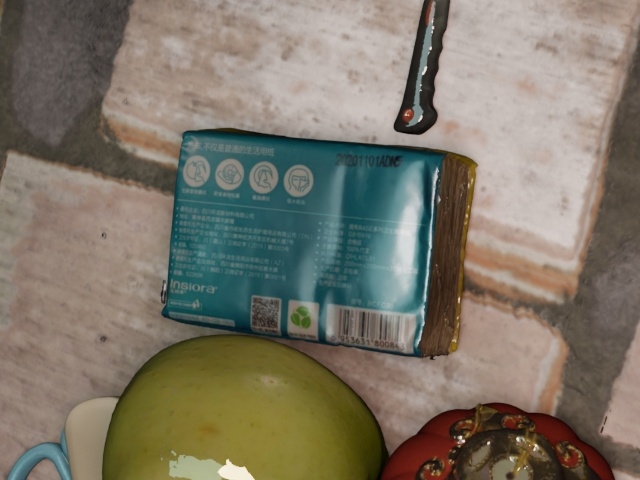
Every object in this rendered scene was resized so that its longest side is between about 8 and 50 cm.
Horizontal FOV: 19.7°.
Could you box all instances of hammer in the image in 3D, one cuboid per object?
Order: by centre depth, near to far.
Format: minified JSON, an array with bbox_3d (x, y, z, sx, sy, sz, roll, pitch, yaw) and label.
[{"bbox_3d":[0.112,-0.240,1.716,0.111,0.033,0.288,11,93,23],"label":"hammer"}]

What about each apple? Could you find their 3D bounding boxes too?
[{"bbox_3d":[-0.074,0.216,1.661,0.279,0.279,0.279,-1,88,24],"label":"apple"}]

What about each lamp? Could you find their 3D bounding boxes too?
[{"bbox_3d":[0.153,0.252,1.594,0.227,0.227,0.227,-1,88,24],"label":"lamp"}]

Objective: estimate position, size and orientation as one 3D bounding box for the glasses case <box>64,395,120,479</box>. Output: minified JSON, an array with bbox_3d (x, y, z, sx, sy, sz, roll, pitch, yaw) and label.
[{"bbox_3d":[-0.196,0.250,1.796,0.083,0.050,0.196,-12,82,18],"label":"glasses case"}]

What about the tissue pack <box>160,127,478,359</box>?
[{"bbox_3d":[0.000,0.000,1.702,0.271,0.134,0.192,8,91,24],"label":"tissue pack"}]

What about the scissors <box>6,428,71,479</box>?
[{"bbox_3d":[-0.163,0.383,1.817,0.192,0.029,0.447,-34,75,18],"label":"scissors"}]
